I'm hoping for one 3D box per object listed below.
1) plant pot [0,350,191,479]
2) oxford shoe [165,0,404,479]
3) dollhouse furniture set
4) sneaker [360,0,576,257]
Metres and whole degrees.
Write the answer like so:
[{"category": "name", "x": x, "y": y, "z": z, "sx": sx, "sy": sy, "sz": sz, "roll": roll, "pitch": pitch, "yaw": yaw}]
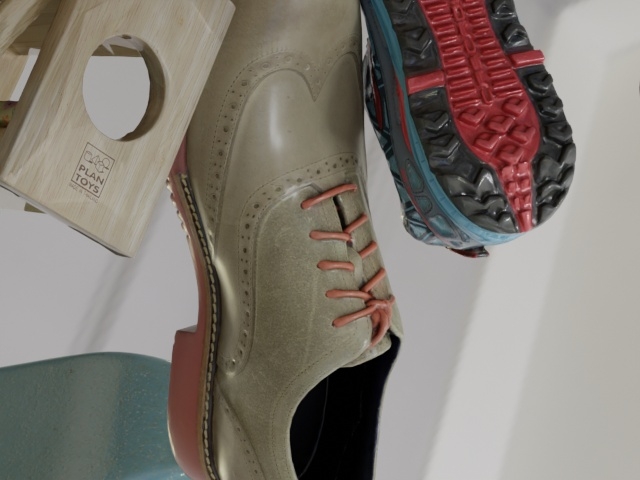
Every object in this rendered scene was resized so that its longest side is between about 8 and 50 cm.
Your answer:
[{"category": "plant pot", "x": -0.202, "y": 0.261, "z": 1.642, "sx": 0.252, "sy": 0.247, "sz": 0.247, "roll": -18, "pitch": -145, "yaw": 16}, {"category": "oxford shoe", "x": 0.000, "y": 0.000, "z": 0.842, "sx": 0.123, "sy": 0.348, "sz": 0.130, "roll": -22, "pitch": -145, "yaw": -36}, {"category": "dollhouse furniture set", "x": -0.153, "y": -0.080, "z": 0.515, "sx": 0.182, "sy": 0.161, "sz": 0.101, "roll": 7, "pitch": -110, "yaw": 43}, {"category": "sneaker", "x": 0.049, "y": -0.115, "z": 0.864, "sx": 0.125, "sy": 0.104, "sz": 0.261, "roll": 139, "pitch": -56, "yaw": -66}]
